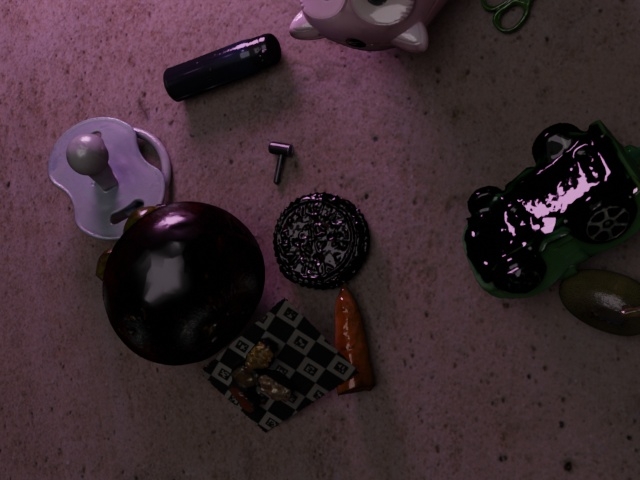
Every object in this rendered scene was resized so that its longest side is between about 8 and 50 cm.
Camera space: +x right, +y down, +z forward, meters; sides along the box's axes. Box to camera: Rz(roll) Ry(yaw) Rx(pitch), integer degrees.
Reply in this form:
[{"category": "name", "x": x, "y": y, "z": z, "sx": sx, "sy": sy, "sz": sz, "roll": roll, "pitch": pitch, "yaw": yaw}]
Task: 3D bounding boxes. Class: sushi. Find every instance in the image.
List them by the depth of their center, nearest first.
[{"category": "sushi", "x": -0.092, "y": 0.246, "z": 1.707, "sx": 0.192, "sy": 0.043, "sz": 0.279, "roll": 45, "pitch": 125, "yaw": -9}]

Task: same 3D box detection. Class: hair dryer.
[{"category": "hair dryer", "x": -0.082, "y": -0.151, "z": 1.855, "sx": 0.047, "sy": 0.026, "sz": 0.083, "roll": 12, "pitch": 96, "yaw": 26}]

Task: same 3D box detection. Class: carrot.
[{"category": "carrot", "x": 0.053, "y": 0.179, "z": 1.730, "sx": 0.072, "sy": 0.072, "sz": 0.205, "roll": -10, "pitch": 80, "yaw": 22}]

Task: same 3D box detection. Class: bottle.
[{"category": "bottle", "x": -0.196, "y": -0.351, "z": 1.901, "sx": 0.244, "sy": 0.082, "sz": 0.072, "roll": -15, "pitch": 123, "yaw": 22}]

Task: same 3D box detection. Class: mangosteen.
[{"category": "mangosteen", "x": -0.264, "y": 0.071, "z": 1.756, "sx": 0.330, "sy": 0.330, "sz": 0.330, "roll": -3, "pitch": 83, "yaw": 23}]

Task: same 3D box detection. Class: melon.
[{"category": "melon", "x": 0.470, "y": 0.099, "z": 1.547, "sx": 0.162, "sy": 0.099, "sz": 0.099, "roll": 21, "pitch": 92, "yaw": 23}]

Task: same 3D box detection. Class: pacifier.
[{"category": "pacifier", "x": -0.432, "y": -0.148, "z": 1.899, "sx": 0.238, "sy": 0.226, "sz": 0.287, "roll": -30, "pitch": 73, "yaw": -2}]

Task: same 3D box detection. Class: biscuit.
[{"category": "biscuit", "x": 0.000, "y": 0.000, "z": 1.783, "sx": 0.194, "sy": 0.053, "sz": 0.194, "roll": -3, "pitch": 82, "yaw": 23}]

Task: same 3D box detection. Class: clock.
[{"category": "clock", "x": 0.109, "y": -0.520, "z": 1.689, "sx": 0.368, "sy": 0.250, "sz": 0.376, "roll": 11, "pitch": 84, "yaw": 19}]

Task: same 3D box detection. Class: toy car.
[{"category": "toy car", "x": 0.409, "y": -0.045, "z": 1.548, "sx": 0.359, "sy": 0.176, "sz": 0.213, "roll": -42, "pitch": 38, "yaw": 22}]

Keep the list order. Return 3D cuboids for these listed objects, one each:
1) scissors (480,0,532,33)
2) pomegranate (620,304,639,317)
[{"category": "scissors", "x": 0.389, "y": -0.457, "z": 1.685, "sx": 0.204, "sy": 0.027, "sz": 0.101, "roll": -32, "pitch": 74, "yaw": 19}, {"category": "pomegranate", "x": 0.622, "y": 0.151, "z": 1.372, "sx": 0.291, "sy": 0.291, "sz": 0.323, "roll": -37, "pitch": 87, "yaw": 15}]
